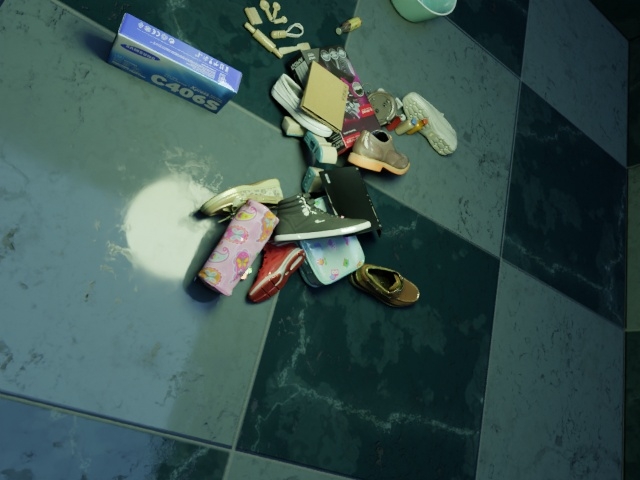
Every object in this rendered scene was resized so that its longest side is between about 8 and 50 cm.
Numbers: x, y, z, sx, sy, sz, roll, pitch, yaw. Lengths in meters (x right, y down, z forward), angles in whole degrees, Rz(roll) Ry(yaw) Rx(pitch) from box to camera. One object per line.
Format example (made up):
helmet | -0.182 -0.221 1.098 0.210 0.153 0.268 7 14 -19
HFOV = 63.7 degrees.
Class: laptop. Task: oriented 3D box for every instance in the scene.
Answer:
laptop | 0.106 -0.116 1.746 0.136 0.264 0.235 -20 80 2

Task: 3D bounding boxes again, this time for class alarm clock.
alarm clock | 0.213 -0.512 1.942 0.192 0.129 0.064 57 14 9

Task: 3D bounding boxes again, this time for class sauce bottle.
sauce bottle | 0.109 -0.831 2.001 0.128 0.042 0.042 -39 101 -31

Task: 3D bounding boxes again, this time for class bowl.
bowl | 0.409 -1.058 2.180 0.311 0.163 0.312 8 75 -32

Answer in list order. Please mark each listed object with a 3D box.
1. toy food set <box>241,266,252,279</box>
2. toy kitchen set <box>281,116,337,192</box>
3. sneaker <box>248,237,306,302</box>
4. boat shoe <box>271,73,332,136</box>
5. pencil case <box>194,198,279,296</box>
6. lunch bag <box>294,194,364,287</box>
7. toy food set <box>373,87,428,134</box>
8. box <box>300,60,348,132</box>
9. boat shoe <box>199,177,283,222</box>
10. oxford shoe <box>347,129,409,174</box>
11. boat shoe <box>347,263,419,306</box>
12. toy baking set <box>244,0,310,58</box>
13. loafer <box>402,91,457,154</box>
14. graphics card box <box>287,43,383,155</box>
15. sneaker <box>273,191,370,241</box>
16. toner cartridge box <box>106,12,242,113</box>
toy food set | -0.245 0.076 1.560 0.083 0.020 0.083 12 72 -31
toy kitchen set | -0.059 -0.289 1.748 0.122 0.166 0.207 0 42 -34
sneaker | -0.159 0.082 1.595 0.221 0.128 0.087 -42 147 -11
boat shoe | -0.053 -0.451 1.722 0.258 0.084 0.095 40 35 3
pencil case | -0.236 0.021 1.476 0.124 0.124 0.284 35 81 -22
lunch bag | 0.000 0.000 1.688 0.224 0.107 0.279 -27 93 -31
toy food set | 0.303 -0.500 2.010 0.232 0.104 0.111 46 58 -16
box | 0.017 -0.480 1.721 0.164 0.021 0.201 27 59 -30
boat shoe | -0.228 -0.117 1.566 0.285 0.104 0.090 -22 88 -36
oxford shoe | 0.237 -0.319 1.849 0.363 0.129 0.133 -8 119 -57
boat shoe | 0.245 0.162 1.813 0.307 0.104 0.111 18 69 -29
toy baking set | -0.148 -0.738 1.813 0.256 0.030 0.197 41 60 -19
loafer | 0.451 -0.488 2.112 0.319 0.112 0.112 44 53 -26
graphics card box | 0.060 -0.504 1.844 0.232 0.094 0.371 -27 93 -41
sneaker | 0.001 -0.079 1.549 0.295 0.104 0.147 -6 86 -2
toner cartridge box | -0.420 -0.500 1.494 0.347 0.165 0.075 21 68 -28
